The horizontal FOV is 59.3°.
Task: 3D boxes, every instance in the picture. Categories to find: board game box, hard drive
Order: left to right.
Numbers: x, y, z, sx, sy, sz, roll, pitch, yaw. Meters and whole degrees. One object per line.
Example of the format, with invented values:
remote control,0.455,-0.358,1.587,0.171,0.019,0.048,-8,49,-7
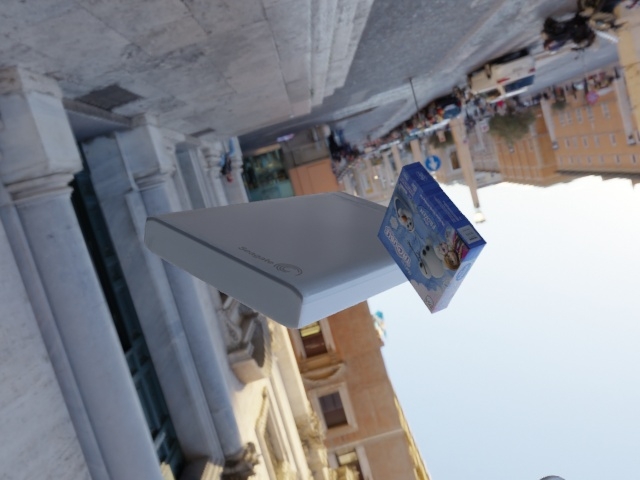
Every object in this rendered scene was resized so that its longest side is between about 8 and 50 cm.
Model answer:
hard drive,0.000,0.000,0.700,0.233,0.047,0.353,23,-158,33
board game box,0.086,-0.001,0.457,0.020,0.090,0.090,-18,147,-23

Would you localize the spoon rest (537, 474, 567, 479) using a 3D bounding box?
spoon rest,0.233,0.338,0.468,0.084,0.276,0.137,-22,172,41
